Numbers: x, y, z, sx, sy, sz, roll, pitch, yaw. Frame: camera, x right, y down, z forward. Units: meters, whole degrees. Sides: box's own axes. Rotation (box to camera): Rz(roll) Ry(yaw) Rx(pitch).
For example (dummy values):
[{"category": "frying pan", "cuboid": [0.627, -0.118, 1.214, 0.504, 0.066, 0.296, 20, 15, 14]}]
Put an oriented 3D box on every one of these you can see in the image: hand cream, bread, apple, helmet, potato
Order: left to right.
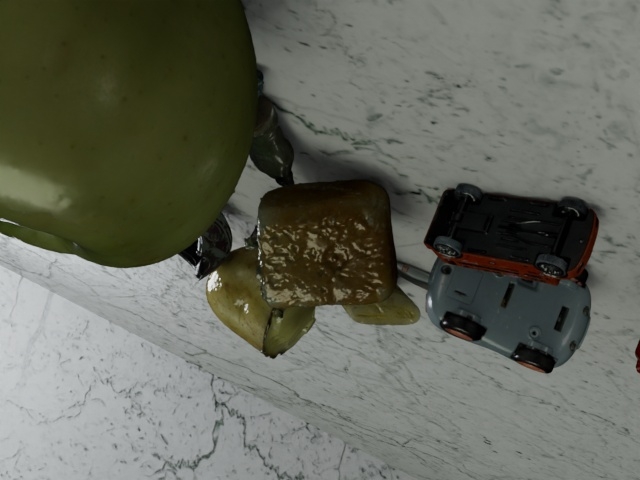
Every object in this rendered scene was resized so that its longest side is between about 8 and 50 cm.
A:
[{"category": "apple", "cuboid": [-0.292, -0.193, 1.241, 0.474, 0.473, 0.473, 21, 161, 8]}, {"category": "helmet", "cuboid": [-0.232, -0.019, 2.091, 0.153, 0.107, 0.176, 47, 146, 38]}, {"category": "potato", "cuboid": [-0.128, 0.109, 2.181, 0.243, 0.242, 0.285, 19, 176, 13]}, {"category": "bread", "cuboid": [0.000, 0.000, 1.716, 0.246, 0.195, 0.176, -3, -161, 4]}, {"category": "bread", "cuboid": [0.103, 0.110, 2.010, 0.140, 0.060, 0.178, 3, -167, -15]}, {"category": "hand cream", "cuboid": [0.212, 0.085, 1.983, 0.216, 0.038, 0.052, 26, 137, 11]}]

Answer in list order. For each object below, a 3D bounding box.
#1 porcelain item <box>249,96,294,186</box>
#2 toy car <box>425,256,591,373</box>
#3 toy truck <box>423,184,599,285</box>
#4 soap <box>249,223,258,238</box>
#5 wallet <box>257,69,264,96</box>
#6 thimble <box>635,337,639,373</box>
[{"category": "porcelain item", "cuboid": [-0.079, -0.144, 1.655, 0.081, 0.069, 0.215, 8, 155, 22]}, {"category": "toy car", "cuboid": [0.299, 0.103, 1.729, 0.271, 0.180, 0.212, 24, 170, -2]}, {"category": "toy truck", "cuboid": [0.289, -0.002, 1.549, 0.253, 0.107, 0.114, 11, 158, 35]}, {"category": "soap", "cuboid": [-0.011, 0.001, 1.913, 0.250, 0.099, 0.162, 16, 159, 19]}, {"category": "wallet", "cuboid": [-0.274, -0.199, 1.540, 0.342, 0.237, 0.075, 21, -156, -3]}, {"category": "thimble", "cuboid": [0.588, 0.162, 1.609, 0.190, 0.125, 0.163, 10, 154, 34]}]
